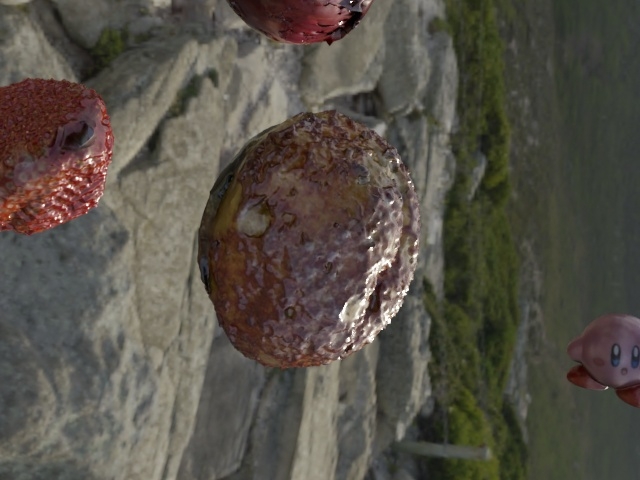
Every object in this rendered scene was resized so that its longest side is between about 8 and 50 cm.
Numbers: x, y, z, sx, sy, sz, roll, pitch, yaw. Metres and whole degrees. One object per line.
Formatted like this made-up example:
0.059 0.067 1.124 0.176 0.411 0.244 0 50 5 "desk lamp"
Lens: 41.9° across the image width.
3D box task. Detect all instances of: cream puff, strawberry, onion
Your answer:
0.000 -0.001 0.754 0.240 0.164 0.240 -12 106 -45 "cream puff"
-0.487 -0.140 1.443 0.267 0.351 0.312 53 53 -26 "strawberry"
-0.028 -0.223 0.582 0.147 0.184 0.184 -10 108 -30 "onion"

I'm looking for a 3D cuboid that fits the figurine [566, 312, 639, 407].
0.263 0.099 0.745 0.067 0.083 0.071 -38 132 -59 "figurine"
